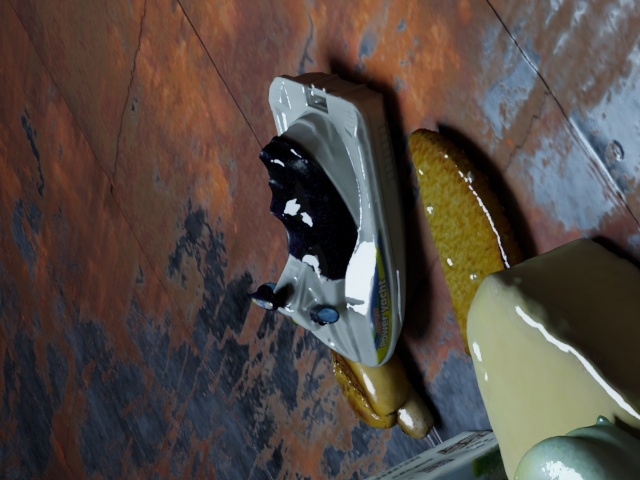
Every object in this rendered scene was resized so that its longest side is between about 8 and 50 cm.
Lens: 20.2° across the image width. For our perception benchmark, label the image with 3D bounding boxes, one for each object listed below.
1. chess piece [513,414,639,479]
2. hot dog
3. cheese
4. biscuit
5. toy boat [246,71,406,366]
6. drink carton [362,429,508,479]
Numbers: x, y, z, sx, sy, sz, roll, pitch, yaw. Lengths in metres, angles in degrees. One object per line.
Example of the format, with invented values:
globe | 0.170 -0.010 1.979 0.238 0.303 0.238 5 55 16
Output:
chess piece | 0.089 0.242 1.097 0.176 0.298 0.176 45 148 39
hot dog | 0.053 0.128 1.677 0.140 0.060 0.090 -123 20 -44
cheese | 0.244 0.219 1.252 0.384 0.104 0.384 49 153 37
biscuit | 0.128 0.012 1.423 0.126 0.025 0.206 21 132 62
toy boat | 0.005 -0.007 1.557 0.141 0.141 0.269 32 125 55
drink carton | 0.128 0.348 1.529 0.132 0.194 0.324 -14 98 66
